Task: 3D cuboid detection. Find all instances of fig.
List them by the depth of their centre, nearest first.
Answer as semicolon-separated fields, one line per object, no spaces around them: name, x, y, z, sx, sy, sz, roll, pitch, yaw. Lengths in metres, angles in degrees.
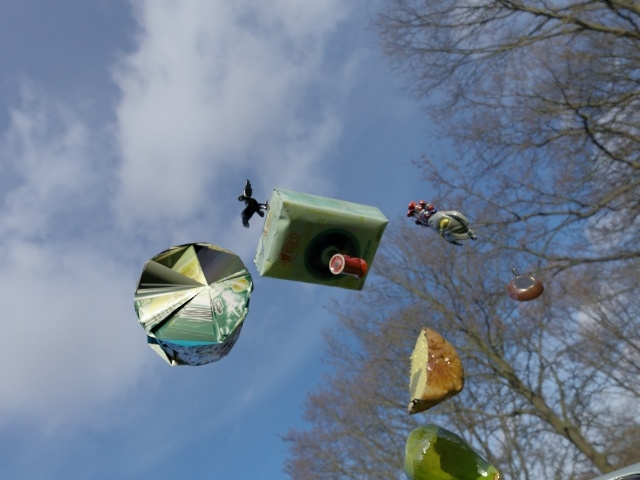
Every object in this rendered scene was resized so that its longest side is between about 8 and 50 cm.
fig;0.390;0.655;1.411;0.206;0.275;0.206;13;-105;-54

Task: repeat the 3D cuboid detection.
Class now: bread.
bread;0.315;0.358;1.293;0.260;0.134;0.129;-66;-5;-51

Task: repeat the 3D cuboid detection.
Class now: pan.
pan;0.398;0.079;0.959;0.068;0.115;0.023;-18;-64;12

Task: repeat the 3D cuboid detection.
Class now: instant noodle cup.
instant noodle cup;-0.256;0.146;1.000;0.240;0.240;0.178;-22;-29;-24

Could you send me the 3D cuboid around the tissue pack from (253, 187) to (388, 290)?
tissue pack;0.000;0.000;1.630;0.388;0.162;0.287;10;-70;-23

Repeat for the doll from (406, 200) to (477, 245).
doll;0.318;-0.046;1.258;0.062;0.195;0.104;-30;-39;-50

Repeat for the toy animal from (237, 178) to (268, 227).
toy animal;-0.224;-0.118;1.584;0.108;0.220;0.062;16;-45;-24

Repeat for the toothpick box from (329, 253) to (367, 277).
toothpick box;0.065;0.059;1.097;0.083;0.047;0.047;13;-65;-43

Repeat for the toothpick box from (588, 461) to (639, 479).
toothpick box;0.554;0.599;0.927;0.355;0.263;0.263;-26;-38;13
